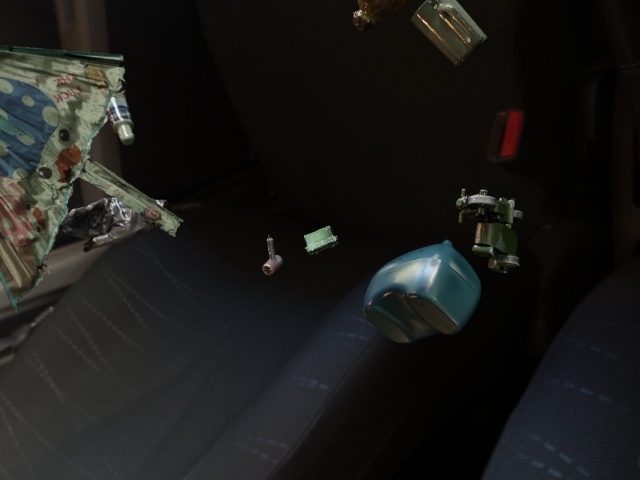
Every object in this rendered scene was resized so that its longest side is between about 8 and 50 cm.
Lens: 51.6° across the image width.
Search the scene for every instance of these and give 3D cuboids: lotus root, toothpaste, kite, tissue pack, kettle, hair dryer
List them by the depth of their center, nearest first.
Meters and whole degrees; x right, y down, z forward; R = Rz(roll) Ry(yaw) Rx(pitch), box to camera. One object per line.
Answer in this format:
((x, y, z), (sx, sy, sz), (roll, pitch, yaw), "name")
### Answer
((-0.306, -0.103, 0.753), (0.014, 0.368, 0.406), (-26, 42, 34), "kite")
((-0.388, -0.262, 1.239), (0.037, 0.061, 0.216), (107, 144, -54), "toothpaste")
((0.284, -0.461, 1.416), (0.148, 0.098, 0.127), (48, 149, 3), "kettle")
((0.148, -0.576, 1.450), (0.128, 0.145, 0.260), (31, 97, 21), "lotus root")
((0.259, 0.128, 1.672), (0.198, 0.206, 0.287), (42, 147, -15), "tissue pack")
((-0.142, 0.036, 1.890), (0.037, 0.063, 0.114), (6, 118, 25), "hair dryer")

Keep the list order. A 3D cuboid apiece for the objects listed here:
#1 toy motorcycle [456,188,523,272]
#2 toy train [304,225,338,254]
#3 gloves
((0.462, -0.025, 1.801), (0.127, 0.275, 0.205), (2, 80, 42), "toy motorcycle")
((0.000, 0.000, 1.775), (0.038, 0.093, 0.056), (47, -158, -70), "toy train")
((-0.533, -0.046, 1.722), (0.119, 0.285, 0.142), (147, 117, -66), "gloves")
